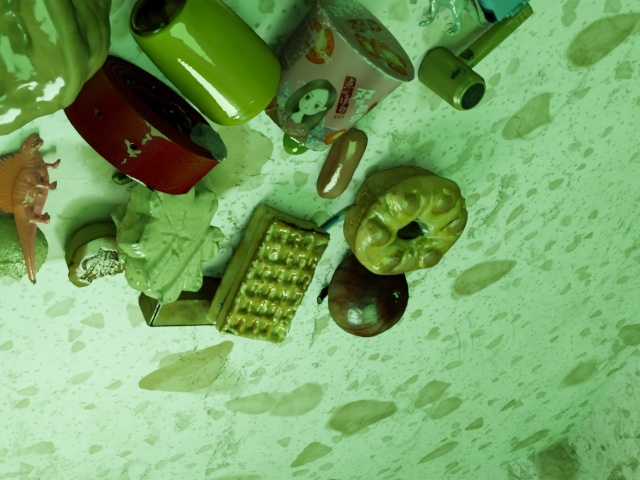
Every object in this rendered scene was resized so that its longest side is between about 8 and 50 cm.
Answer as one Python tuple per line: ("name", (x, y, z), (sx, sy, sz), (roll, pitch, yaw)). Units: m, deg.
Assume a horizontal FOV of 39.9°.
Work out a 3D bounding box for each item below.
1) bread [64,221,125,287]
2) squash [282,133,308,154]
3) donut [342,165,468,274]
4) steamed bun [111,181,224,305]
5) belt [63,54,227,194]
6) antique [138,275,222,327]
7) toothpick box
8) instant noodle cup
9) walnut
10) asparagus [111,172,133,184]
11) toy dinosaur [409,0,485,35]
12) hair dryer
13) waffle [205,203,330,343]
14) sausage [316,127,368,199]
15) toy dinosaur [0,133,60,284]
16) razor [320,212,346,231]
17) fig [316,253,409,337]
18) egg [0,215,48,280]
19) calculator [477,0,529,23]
("bread", (-0.464, 0.023, 1.854), (0.156, 0.086, 0.125), (-20, 140, -17))
("squash", (-0.008, -0.263, 1.861), (0.066, 0.066, 0.201), (23, 111, -47))
("donut", (0.207, -0.048, 2.157), (0.299, 0.150, 0.317), (-43, 139, 0))
("steamed bun", (-0.331, -0.023, 1.805), (0.295, 0.137, 0.292), (-19, 119, -57))
("belt", (-0.305, -0.197, 1.593), (0.115, 0.227, 0.324), (-41, 141, 17))
("antique", (-0.275, 0.146, 2.129), (0.310, 0.087, 0.093), (3, 131, -36))
("toothpick box", (-0.206, -0.338, 1.547), (0.175, 0.175, 0.271), (-38, 139, 10))
("instant noodle cup", (0.017, -0.315, 1.684), (0.243, 0.243, 0.231), (16, 129, -44))
("walnut", (-0.471, -0.344, 1.246), (0.384, 0.383, 0.383), (-19, 142, -16))
("asparagus", (-0.369, -0.139, 1.786), (0.108, 0.021, 0.025), (-23, 142, -10))
("toy dinosaur", (0.274, -0.494, 1.790), (0.242, 0.053, 0.167), (7, 126, -34))
("hair dryer", (0.354, -0.408, 1.898), (0.279, 0.135, 0.090), (-42, 144, -1))
("waffle", (-0.119, 0.083, 2.080), (0.213, 0.091, 0.308), (17, 103, -45))
("sausage", (0.047, -0.172, 1.993), (0.077, 0.077, 0.194), (-2, 135, -33))
("toy dinosaur", (-0.573, -0.062, 1.640), (0.139, 0.070, 0.286), (11, 99, -19))
("razor", (-0.003, -0.002, 2.185), (0.037, 0.068, 0.191), (39, 105, -9))
("fig", (0.119, 0.135, 2.305), (0.235, 0.214, 0.235), (-8, 108, -24))
("egg", (-0.598, 0.013, 1.729), (0.140, 0.116, 0.118), (24, 95, -44))
("calculator", (0.365, -0.561, 1.765), (0.173, 0.051, 0.293), (-41, 143, 1))
